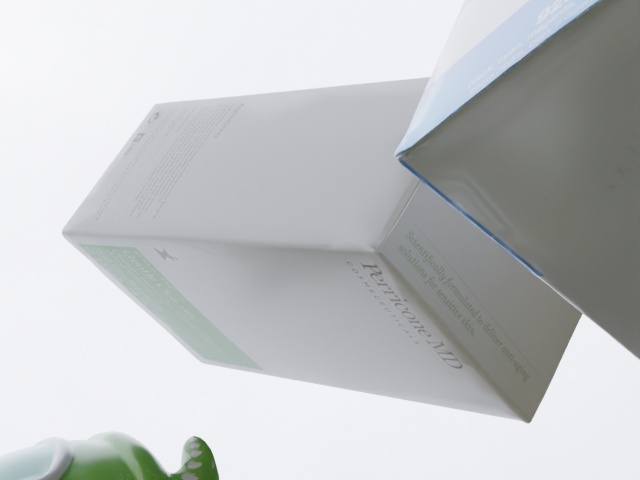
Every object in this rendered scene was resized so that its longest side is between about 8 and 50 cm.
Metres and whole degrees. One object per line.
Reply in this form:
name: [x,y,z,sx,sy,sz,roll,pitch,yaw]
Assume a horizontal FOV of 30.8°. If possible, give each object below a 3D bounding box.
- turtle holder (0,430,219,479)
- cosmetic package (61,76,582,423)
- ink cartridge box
turtle holder: [-0.185,0.272,0.818,0.227,0.320,0.243,-2,-72,-28]
cosmetic package: [0.000,0.000,0.866,0.197,0.365,0.155,47,-117,-31]
ink cartridge box: [0.176,-0.099,0.540,0.171,0.168,0.233,37,-132,-15]
